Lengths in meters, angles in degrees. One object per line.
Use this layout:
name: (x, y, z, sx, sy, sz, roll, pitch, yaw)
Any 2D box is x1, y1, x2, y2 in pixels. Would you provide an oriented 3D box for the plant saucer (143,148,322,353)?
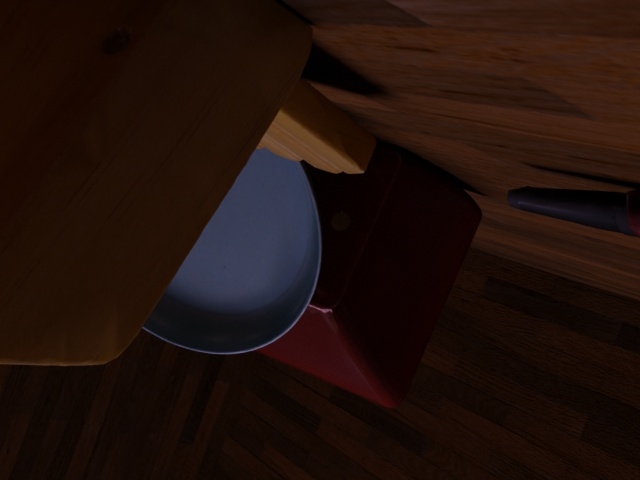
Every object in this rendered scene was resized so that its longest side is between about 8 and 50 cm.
plant saucer: (-0.131, -0.038, 0.972, 0.318, 0.317, 0.044, 20, -145, 21)

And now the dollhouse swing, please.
dollhouse swing: (-0.184, -0.046, 0.652, 0.347, 0.315, 0.305, 20, 160, 30)

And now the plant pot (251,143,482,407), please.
plant pot: (0.000, 0.000, 1.127, 0.267, 0.267, 0.236, 20, 168, 20)

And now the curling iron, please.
curling iron: (0.217, -0.022, 0.694, 0.068, 0.035, 0.274, 24, 178, -25)
